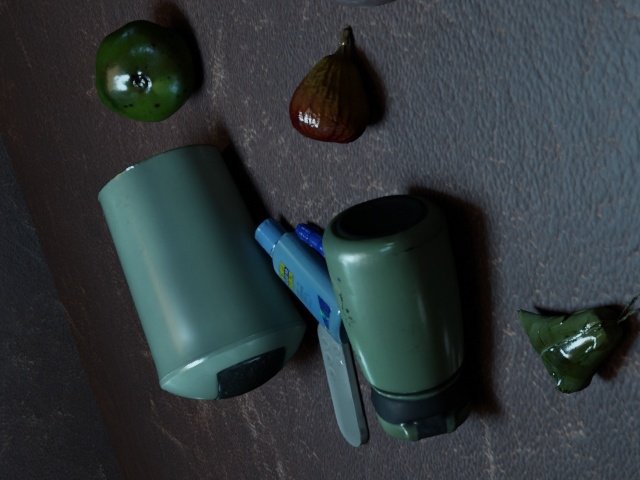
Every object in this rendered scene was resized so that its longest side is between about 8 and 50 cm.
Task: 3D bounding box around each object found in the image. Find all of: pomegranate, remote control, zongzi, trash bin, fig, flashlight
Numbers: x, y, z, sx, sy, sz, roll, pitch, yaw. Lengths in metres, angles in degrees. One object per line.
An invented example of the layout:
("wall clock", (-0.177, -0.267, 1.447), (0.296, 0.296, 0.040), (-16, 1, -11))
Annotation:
("pomegranate", (-0.321, -0.316, 1.790), (0.225, 0.187, 0.187), (-115, 14, -66))
("remote control", (0.040, 0.249, 1.699), (0.077, 0.022, 0.245), (21, 127, 57))
("zongzi", (0.284, 0.083, 1.109), (0.130, 0.062, 0.154), (63, 149, 36))
("trash bin", (-0.211, 0.072, 1.755), (0.432, 0.280, 0.280), (66, 153, 10))
("fig", (0.007, -0.200, 1.325), (0.119, 0.119, 0.153), (26, 133, 52))
("flashlight", (0.000, 0.000, 1.576), (0.121, 0.035, 0.057), (37, 165, 51))

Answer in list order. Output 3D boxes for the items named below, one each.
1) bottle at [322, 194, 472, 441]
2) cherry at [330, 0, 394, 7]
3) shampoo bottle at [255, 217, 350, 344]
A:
("bottle", (0.115, 0.119, 1.321), (0.168, 0.168, 0.347), (25, 136, 53))
("cherry", (0.055, -0.382, 0.999), (0.307, 0.221, 0.261), (-16, 104, 50))
("shampoo bottle", (-0.023, 0.057, 1.627), (0.258, 0.061, 0.104), (47, 149, 36))
